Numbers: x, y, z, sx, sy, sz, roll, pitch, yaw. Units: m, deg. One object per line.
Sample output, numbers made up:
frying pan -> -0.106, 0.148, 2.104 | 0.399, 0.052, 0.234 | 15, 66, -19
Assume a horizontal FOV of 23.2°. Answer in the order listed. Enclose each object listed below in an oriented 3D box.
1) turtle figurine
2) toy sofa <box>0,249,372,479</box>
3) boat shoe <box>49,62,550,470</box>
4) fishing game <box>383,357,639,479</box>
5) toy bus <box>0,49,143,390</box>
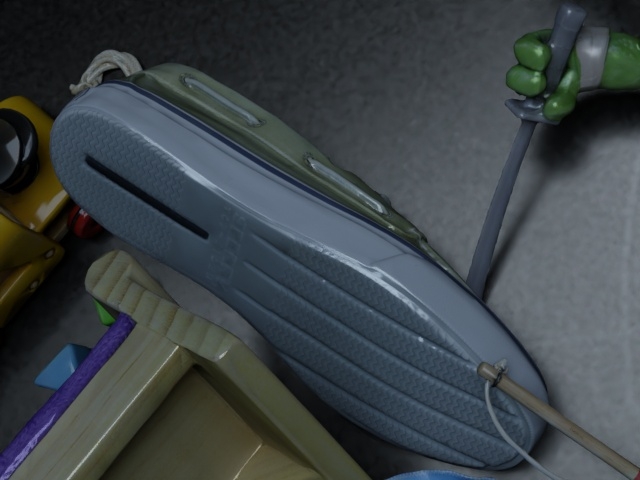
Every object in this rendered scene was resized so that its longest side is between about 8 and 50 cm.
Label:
turtle figurine -> 0.167, -0.090, 0.703 | 0.275, 0.198, 0.266 | -29, 115, -2
toy sofa -> -0.158, 0.187, 0.720 | 0.362, 0.150, 0.177 | -51, 41, -13
boat shoe -> 0.000, 0.000, 0.813 | 0.302, 0.109, 0.094 | 37, 47, 8
fishing game -> 0.062, 0.191, 0.696 | 0.189, 0.041, 0.264 | 36, 74, -2
toy bus -> -0.199, -0.012, 0.859 | 0.191, 0.104, 0.202 | -6, 79, 12
